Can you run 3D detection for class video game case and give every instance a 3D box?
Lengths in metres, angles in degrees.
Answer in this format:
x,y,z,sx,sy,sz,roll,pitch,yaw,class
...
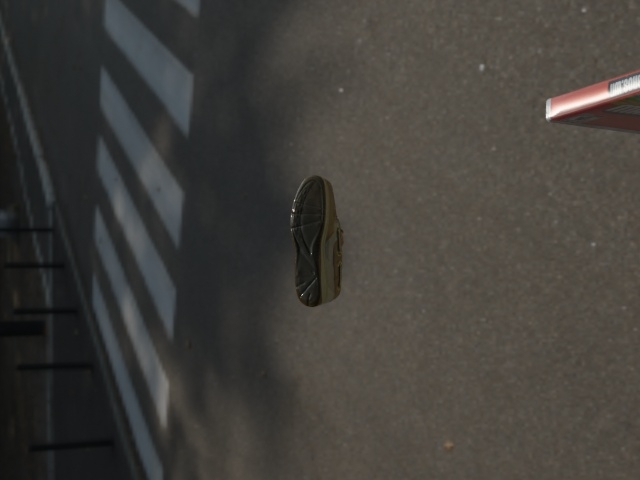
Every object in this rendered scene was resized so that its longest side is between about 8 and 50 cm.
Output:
x,y,z,sx,sy,sz,roll,pitch,yaw,class
0.353,-0.122,0.784,0.285,0.204,0.025,169,103,-66,video game case

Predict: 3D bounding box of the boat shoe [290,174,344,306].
x,y,z,sx,sy,sz,roll,pitch,yaw,class
0.000,0.000,0.997,0.050,0.045,0.135,8,97,41,boat shoe
